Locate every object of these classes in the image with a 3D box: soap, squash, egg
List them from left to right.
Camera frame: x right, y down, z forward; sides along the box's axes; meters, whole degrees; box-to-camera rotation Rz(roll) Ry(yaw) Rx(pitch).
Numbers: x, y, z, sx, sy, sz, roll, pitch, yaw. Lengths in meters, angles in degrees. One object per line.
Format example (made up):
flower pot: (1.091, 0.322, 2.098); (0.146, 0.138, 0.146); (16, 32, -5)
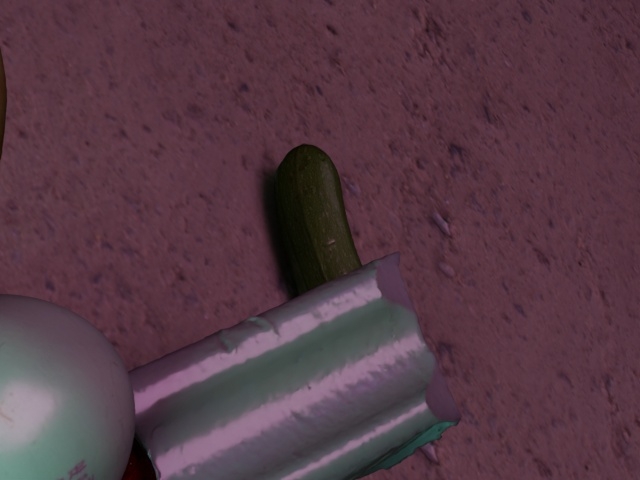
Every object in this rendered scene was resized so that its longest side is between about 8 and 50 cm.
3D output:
egg: (-0.237, 0.139, 1.037); (0.264, 0.183, 0.183); (-32, 87, -33)
soap: (-0.067, 0.158, 1.296); (0.302, 0.258, 0.159); (-21, 81, -34)
squash: (0.000, 0.000, 1.600); (0.077, 0.068, 0.219); (19, 47, -51)

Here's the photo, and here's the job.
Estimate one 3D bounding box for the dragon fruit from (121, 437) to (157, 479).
dragon fruit: (-0.155, 0.217, 1.183); (0.102, 0.096, 0.147); (-39, 110, -44)

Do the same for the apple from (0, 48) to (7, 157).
apple: (-0.350, -0.076, 0.976); (0.319, 0.319, 0.277); (29, 47, -37)
